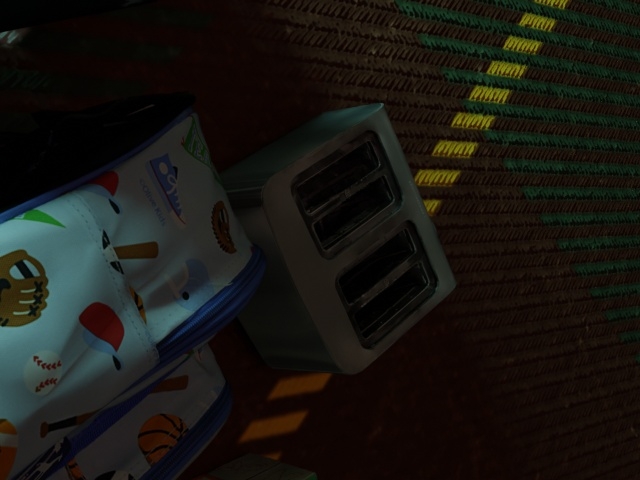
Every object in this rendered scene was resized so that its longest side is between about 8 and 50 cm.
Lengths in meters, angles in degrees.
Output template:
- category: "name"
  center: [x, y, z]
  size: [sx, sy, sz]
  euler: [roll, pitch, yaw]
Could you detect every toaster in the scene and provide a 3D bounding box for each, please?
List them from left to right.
- category: "toaster"
  center: [0.000, 0.000, 0.631]
  size: [0.185, 0.110, 0.168]
  euler: [-35, 108, -34]

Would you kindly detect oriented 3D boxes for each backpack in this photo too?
- category: "backpack"
  center: [-0.158, 0.039, 0.419]
  size: [0.263, 0.276, 0.213]
  euler: [-46, 120, -38]

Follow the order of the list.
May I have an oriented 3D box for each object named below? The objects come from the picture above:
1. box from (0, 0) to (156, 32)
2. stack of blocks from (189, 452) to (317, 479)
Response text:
- category: "box"
  center: [-0.216, -0.229, 0.313]
  size: [0.296, 0.182, 0.294]
  euler: [-20, 100, -23]
- category: "stack of blocks"
  center: [-0.032, 0.319, 0.604]
  size: [0.171, 0.087, 0.297]
  euler: [-17, 99, -38]
